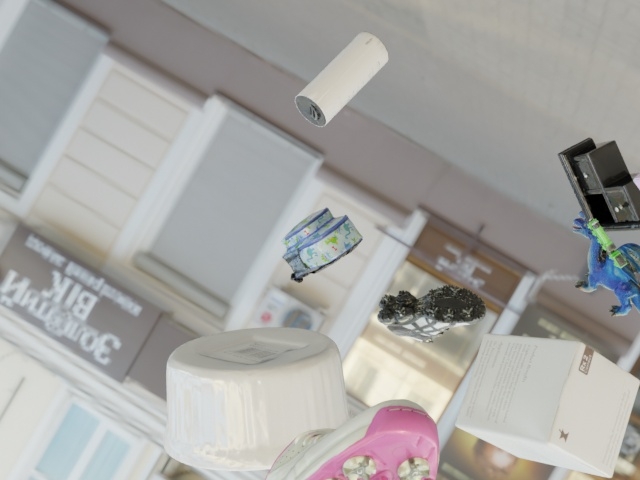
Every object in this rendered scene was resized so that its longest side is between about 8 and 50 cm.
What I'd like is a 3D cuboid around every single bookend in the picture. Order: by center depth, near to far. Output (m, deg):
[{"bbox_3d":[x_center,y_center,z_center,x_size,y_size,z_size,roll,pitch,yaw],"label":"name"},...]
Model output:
[{"bbox_3d":[0.501,-0.099,1.701,0.156,0.072,0.157,65,165,-7],"label":"bookend"}]

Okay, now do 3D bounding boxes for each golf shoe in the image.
[{"bbox_3d":[0.005,0.209,0.879,0.115,0.306,0.140,15,-136,-19],"label":"golf shoe"},{"bbox_3d":[0.199,0.131,1.721,0.198,0.077,0.094,-1,139,31],"label":"golf shoe"}]

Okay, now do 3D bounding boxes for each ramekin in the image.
[{"bbox_3d":[-0.093,0.218,1.439,0.277,0.135,0.277,-4,-171,1],"label":"ramekin"}]

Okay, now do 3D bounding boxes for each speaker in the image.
[{"bbox_3d":[0.029,-0.212,1.316,0.055,0.136,0.055,36,159,16],"label":"speaker"}]

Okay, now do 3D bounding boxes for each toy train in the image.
[{"bbox_3d":[0.409,0.004,1.425,0.083,0.017,0.024,54,-176,-4],"label":"toy train"}]

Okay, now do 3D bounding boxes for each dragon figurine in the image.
[{"bbox_3d":[0.588,0.063,1.928,0.085,0.144,0.289,-27,-122,-37],"label":"dragon figurine"}]

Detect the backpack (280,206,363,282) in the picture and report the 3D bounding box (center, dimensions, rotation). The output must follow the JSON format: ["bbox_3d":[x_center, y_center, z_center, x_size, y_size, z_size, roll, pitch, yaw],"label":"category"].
[{"bbox_3d":[0.000,0.000,1.569,0.114,0.105,0.084,-22,103,52],"label":"backpack"}]

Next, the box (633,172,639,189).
[{"bbox_3d":[0.516,-0.105,1.103,0.117,0.243,0.213,52,167,-9],"label":"box"}]

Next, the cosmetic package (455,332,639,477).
[{"bbox_3d":[0.325,0.233,1.436,0.151,0.151,0.183,31,163,-32],"label":"cosmetic package"}]
